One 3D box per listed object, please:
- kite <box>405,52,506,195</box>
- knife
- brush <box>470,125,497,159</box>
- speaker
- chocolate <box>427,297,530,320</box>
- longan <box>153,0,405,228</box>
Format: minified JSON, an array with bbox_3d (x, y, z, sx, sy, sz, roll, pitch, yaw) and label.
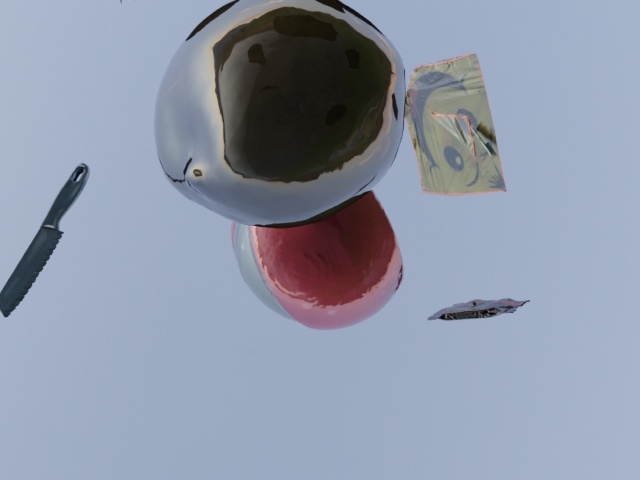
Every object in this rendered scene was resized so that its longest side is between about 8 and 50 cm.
[{"bbox_3d":[0.265,-0.205,1.463,0.013,0.377,0.327,-21,-125,-26],"label":"kite"},{"bbox_3d":[-0.414,-0.009,1.119,0.045,0.019,0.313,12,-130,4],"label":"knife"},{"bbox_3d":[0.304,-0.184,1.370,0.013,0.016,0.083,-39,-126,16],"label":"brush"},{"bbox_3d":[0.000,0.000,1.154,0.294,0.294,0.294,1,-99,-5],"label":"speaker"},{"bbox_3d":[0.287,0.125,1.346,0.086,0.182,0.028,-20,-80,-49],"label":"chocolate"},{"bbox_3d":[-0.047,-0.148,0.843,0.288,0.350,0.288,-4,-80,-21],"label":"longan"}]
